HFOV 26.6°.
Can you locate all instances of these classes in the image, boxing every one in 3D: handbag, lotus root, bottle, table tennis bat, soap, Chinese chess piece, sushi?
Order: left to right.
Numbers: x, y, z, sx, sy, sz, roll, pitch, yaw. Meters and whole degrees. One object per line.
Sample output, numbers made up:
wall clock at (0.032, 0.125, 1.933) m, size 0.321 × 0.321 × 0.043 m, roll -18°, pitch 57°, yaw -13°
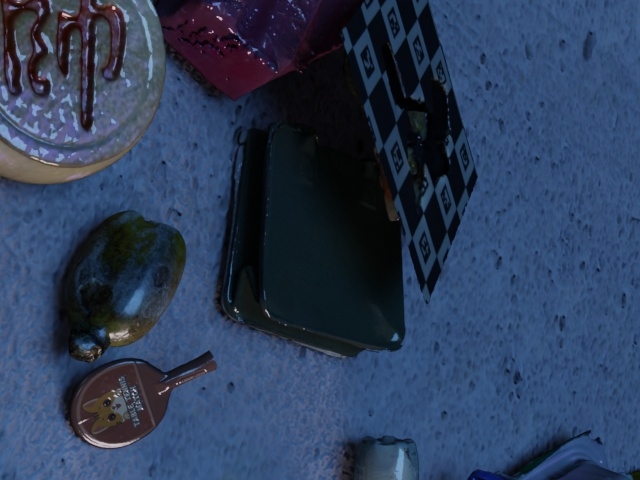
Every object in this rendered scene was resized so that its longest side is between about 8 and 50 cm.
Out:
Chinese chess piece at (-0.293, -0.193, 1.422) m, size 0.270 × 0.112 × 0.270 m, roll 5°, pitch 83°, yaw -39°
lotus root at (-0.218, 0.051, 1.468) m, size 0.113 × 0.088 × 0.192 m, roll 26°, pitch 58°, yaw -2°
table tennis bat at (-0.213, 0.147, 1.514) m, size 0.169 × 0.119 × 0.108 m, roll -24°, pitch 121°, yaw -15°
soap at (-0.054, -0.326, 1.654) m, size 0.220 × 0.127 × 0.325 m, roll 43°, pitch 56°, yaw -29°
handbag at (0.001, 0.000, 1.683) m, size 0.247 × 0.079 × 0.260 m, roll 20°, pitch 67°, yaw -40°
bottle at (0.080, 0.381, 1.689) m, size 0.083 × 0.083 × 0.270 m, roll 1°, pitch 91°, yaw -42°
sushi at (0.095, -0.154, 1.701) m, size 0.343 × 0.064 × 0.359 m, roll -60°, pitch 138°, yaw -55°

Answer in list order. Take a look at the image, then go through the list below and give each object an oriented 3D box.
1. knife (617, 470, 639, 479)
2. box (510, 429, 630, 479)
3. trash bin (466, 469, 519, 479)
knife at (0.457, 0.386, 2.059) m, size 0.343 × 0.027 × 0.061 m, roll -2°, pitch 89°, yaw -42°
box at (0.382, 0.461, 1.908) m, size 0.264 × 0.106 × 0.337 m, roll -21°, pitch 100°, yaw -38°
trash bin at (0.209, 0.428, 1.712) m, size 0.234 × 0.162 × 0.184 m, roll -36°, pitch 134°, yaw -44°
